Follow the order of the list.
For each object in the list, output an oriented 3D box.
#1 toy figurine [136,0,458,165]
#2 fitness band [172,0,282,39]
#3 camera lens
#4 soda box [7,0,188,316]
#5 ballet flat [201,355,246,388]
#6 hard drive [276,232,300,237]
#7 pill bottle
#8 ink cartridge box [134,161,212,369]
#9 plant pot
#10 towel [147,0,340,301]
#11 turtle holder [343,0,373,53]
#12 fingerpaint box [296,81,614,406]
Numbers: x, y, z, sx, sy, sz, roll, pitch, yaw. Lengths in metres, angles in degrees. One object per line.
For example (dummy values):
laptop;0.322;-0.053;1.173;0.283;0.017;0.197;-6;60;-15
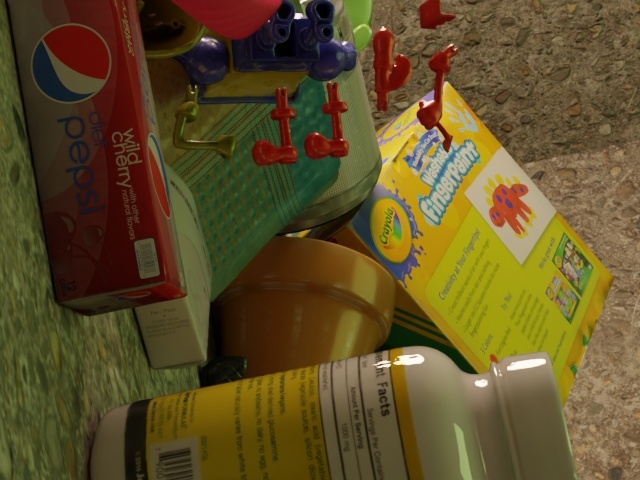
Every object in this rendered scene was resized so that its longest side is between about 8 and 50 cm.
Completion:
toy figurine;-0.077;-0.145;1.586;0.217;0.362;0.191;157;-73;-67
fitness band;-0.146;-0.276;1.371;0.291;0.054;0.209;41;19;-23
camera lens;-0.056;-0.159;1.980;0.219;0.219;0.274;-93;170;-62
soda box;-0.166;-0.082;1.269;0.092;0.083;0.263;52;27;-80
ballet flat;-0.083;0.200;1.785;0.057;0.049;0.173;-89;167;-67
hard drive;0.000;0.000;2.250;0.237;0.064;0.339;-3;66;-54
pill bottle;0.016;0.182;1.249;0.188;0.333;0.188;-11;90;-86
ink cartridge box;-0.149;-0.027;1.536;0.189;0.066;0.232;-92;173;-65
plant pot;-0.029;0.125;1.890;0.205;0.205;0.188;71;25;-60
towel;-0.097;-0.160;1.731;0.271;0.040;0.370;-44;131;-39
turtle holder;-0.044;-0.298;2.414;0.227;0.243;0.320;157;-88;-77
fingerpaint box;0.165;0.054;2.208;0.371;0.163;0.445;48;33;-9
